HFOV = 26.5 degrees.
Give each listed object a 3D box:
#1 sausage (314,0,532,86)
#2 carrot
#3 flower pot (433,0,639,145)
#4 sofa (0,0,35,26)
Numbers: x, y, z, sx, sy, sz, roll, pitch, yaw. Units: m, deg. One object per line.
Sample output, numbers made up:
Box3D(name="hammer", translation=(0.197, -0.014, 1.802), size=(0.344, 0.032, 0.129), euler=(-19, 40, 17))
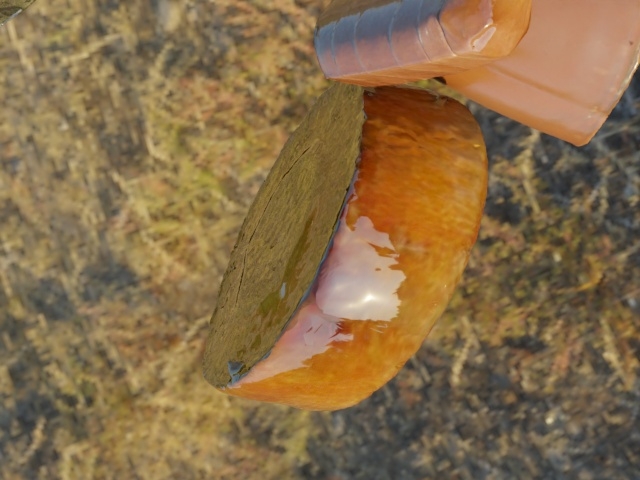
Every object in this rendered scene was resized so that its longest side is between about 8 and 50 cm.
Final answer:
Box3D(name="sausage", translation=(0.065, -0.128, 0.814), size=(0.169, 0.065, 0.065), euler=(-2, 105, 57))
Box3D(name="carrot", translation=(0.000, 0.000, 0.988), size=(0.307, 0.100, 0.258), euler=(-8, 59, 66))
Box3D(name="flower pot", translation=(0.134, -0.178, 0.967), size=(0.190, 0.173, 0.191), euler=(-166, 90, -86))
Box3D(name="sofa", translation=(-0.116, -0.136, 0.474), size=(0.182, 0.258, 0.200), euler=(59, -179, 30))
